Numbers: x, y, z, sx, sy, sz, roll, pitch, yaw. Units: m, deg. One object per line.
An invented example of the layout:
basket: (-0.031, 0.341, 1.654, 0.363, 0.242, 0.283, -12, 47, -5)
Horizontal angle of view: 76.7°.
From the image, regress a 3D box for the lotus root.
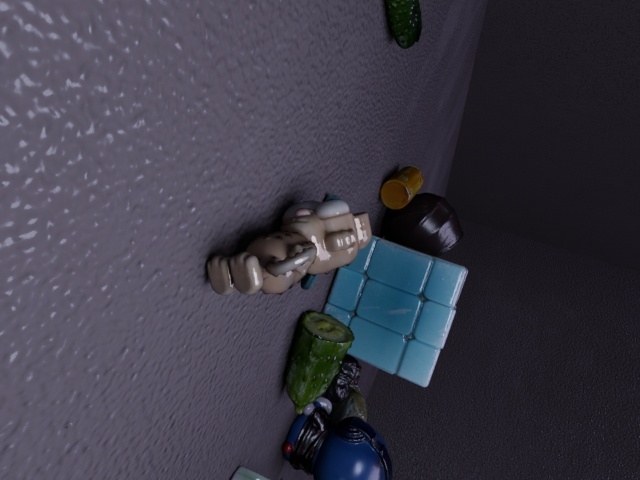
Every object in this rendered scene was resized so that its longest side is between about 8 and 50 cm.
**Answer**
lotus root: (0.054, 0.662, 1.414, 0.350, 0.174, 0.175, -50, 153, -38)

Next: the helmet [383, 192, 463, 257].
helmet: (0.319, -0.064, 1.366, 0.225, 0.305, 0.177, -44, 124, -32)

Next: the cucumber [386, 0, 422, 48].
cucumber: (0.157, -0.457, 0.777, 0.069, 0.069, 0.227, -68, 157, -7)

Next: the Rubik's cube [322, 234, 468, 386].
Rubik's cube: (0.215, 0.171, 1.150, 0.318, 0.321, 0.316, 9, 101, -70)

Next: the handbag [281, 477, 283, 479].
handbag: (-0.131, 0.775, 1.229, 0.083, 0.027, 0.061, -15, 122, -66)

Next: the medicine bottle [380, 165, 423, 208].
medicine bottle: (0.262, -0.171, 1.284, 0.192, 0.096, 0.097, -40, 145, -55)

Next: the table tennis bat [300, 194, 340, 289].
table tennis bat: (0.000, 0.000, 0.791, 0.124, 0.033, 0.201, 136, -26, -67)

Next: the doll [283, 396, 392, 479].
doll: (0.054, 0.619, 1.158, 0.240, 0.309, 0.285, -24, 131, -62)

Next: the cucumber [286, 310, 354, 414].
cucumber: (-0.019, 0.295, 0.936, 0.134, 0.134, 0.245, -14, 125, -67)

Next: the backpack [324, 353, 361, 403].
backpack: (0.078, 0.476, 1.390, 0.120, 0.105, 0.166, 31, 77, -74)

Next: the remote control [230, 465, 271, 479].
remote control: (-0.145, 0.658, 0.901, 0.050, 0.145, 0.345, -43, 146, -61)

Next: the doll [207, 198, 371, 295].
doll: (-0.031, 0.010, 0.591, 0.278, 0.154, 0.120, -28, 107, -60)
